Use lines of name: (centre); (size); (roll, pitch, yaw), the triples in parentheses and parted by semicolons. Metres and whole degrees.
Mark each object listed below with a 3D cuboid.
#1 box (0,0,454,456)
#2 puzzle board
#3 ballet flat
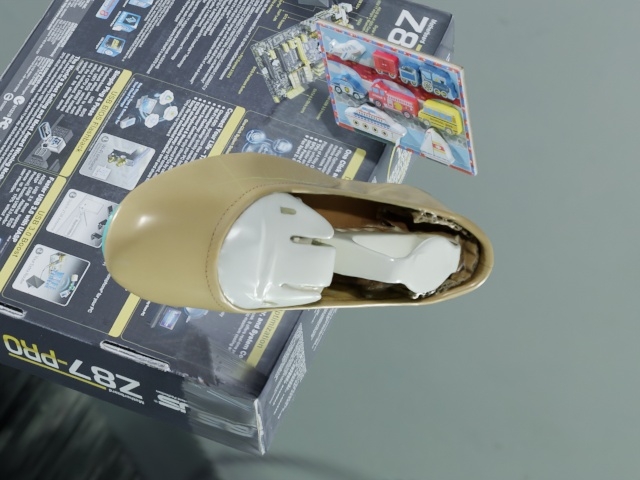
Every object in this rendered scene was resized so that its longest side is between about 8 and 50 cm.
box: (-0.109, -0.060, 1.437); (0.318, 0.395, 0.097); (17, 147, 16)
puzzle board: (0.053, -0.100, 1.299); (0.128, 0.011, 0.096); (24, 142, 34)
ballet flat: (0.000, 0.000, 0.907); (0.073, 0.232, 0.080); (22, 107, 41)
